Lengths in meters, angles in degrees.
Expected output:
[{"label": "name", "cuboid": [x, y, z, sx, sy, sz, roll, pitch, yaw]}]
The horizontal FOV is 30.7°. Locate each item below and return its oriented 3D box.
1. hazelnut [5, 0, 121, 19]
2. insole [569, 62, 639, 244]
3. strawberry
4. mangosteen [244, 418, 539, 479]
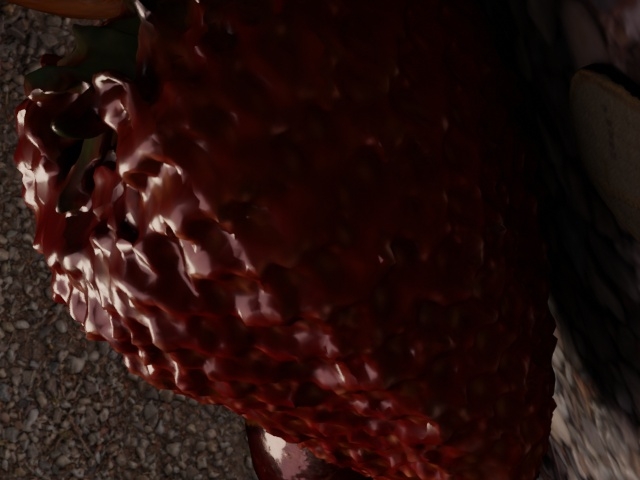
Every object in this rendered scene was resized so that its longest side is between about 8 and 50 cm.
[{"label": "hazelnut", "cuboid": [-0.212, -0.357, 0.900, 0.409, 0.359, 0.359, 48, 162, 44]}, {"label": "insole", "cuboid": [0.174, 0.030, 0.407, 0.348, 0.009, 0.119, -122, 11, -53]}, {"label": "strawberry", "cuboid": [0.000, 0.000, 0.662, 0.312, 0.267, 0.351, -12, 120, 54]}, {"label": "mangosteen", "cuboid": [0.061, 0.153, 0.957, 0.257, 0.215, 0.215, 18, 137, 43]}]
